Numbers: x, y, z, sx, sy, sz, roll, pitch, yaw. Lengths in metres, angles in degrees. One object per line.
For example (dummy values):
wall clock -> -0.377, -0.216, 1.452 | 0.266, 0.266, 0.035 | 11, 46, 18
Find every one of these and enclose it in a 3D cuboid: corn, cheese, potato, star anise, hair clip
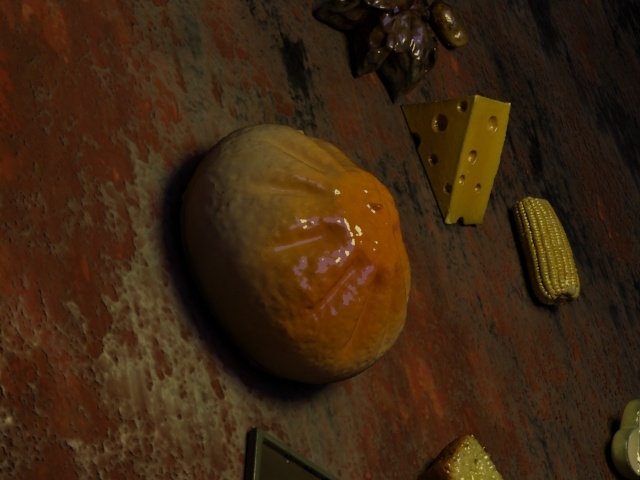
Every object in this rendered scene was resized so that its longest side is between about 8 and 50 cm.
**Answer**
corn -> 0.326, 0.014, 2.133 | 0.085, 0.063, 0.165 | -1, 62, -29
cheese -> 0.190, -0.106, 2.028 | 0.093, 0.126, 0.171 | 1, 86, -53
potato -> 0.195, -0.328, 2.228 | 0.083, 0.040, 0.051 | 53, 38, -12
star anise -> 0.092, -0.322, 2.021 | 0.236, 0.109, 0.223 | 57, 36, -11
hair clip -> 0.477, 0.333, 2.092 | 0.159, 0.071, 0.219 | 19, 57, -51

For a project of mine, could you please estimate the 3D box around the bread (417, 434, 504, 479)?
bread -> 0.185, 0.314, 1.693 | 0.187, 0.065, 0.103 | 49, 32, -16

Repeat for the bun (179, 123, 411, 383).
bun -> 0.000, 0.000, 1.576 | 0.299, 0.164, 0.299 | 36, 40, -38

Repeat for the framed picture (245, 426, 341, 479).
framed picture -> 0.011, 0.319, 1.483 | 0.250, 0.016, 0.184 | 36, 40, -34
